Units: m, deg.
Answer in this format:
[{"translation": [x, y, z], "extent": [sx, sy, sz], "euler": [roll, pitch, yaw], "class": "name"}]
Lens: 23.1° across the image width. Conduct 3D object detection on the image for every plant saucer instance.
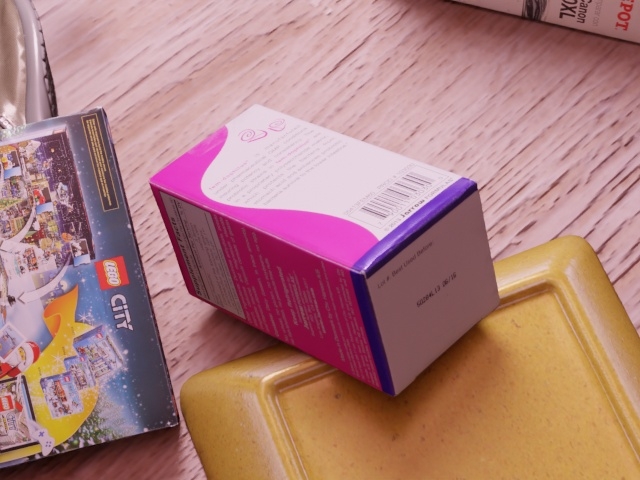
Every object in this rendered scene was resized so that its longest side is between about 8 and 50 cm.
[{"translation": [0.103, 0.168, 1.062], "extent": [0.332, 0.081, 0.333], "euler": [-21, 64, -7], "class": "plant saucer"}]

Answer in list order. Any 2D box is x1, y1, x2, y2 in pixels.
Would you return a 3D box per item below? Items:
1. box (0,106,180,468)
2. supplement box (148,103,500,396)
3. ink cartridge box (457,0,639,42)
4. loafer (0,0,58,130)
[{"translation": [-0.204, 0.036, 1.110], "extent": [0.159, 0.044, 0.233], "euler": [-13, 89, -5], "class": "box"}, {"translation": [0.000, 0.000, 1.079], "extent": [0.111, 0.114, 0.220], "euler": [-38, 42, -28], "class": "supplement box"}, {"translation": [0.166, -0.262, 1.223], "extent": [0.237, 0.172, 0.100], "euler": [14, 65, 10], "class": "ink cartridge box"}, {"translation": [-0.246, -0.088, 1.200], "extent": [0.087, 0.094, 0.251], "euler": [-8, 63, -6], "class": "loafer"}]
